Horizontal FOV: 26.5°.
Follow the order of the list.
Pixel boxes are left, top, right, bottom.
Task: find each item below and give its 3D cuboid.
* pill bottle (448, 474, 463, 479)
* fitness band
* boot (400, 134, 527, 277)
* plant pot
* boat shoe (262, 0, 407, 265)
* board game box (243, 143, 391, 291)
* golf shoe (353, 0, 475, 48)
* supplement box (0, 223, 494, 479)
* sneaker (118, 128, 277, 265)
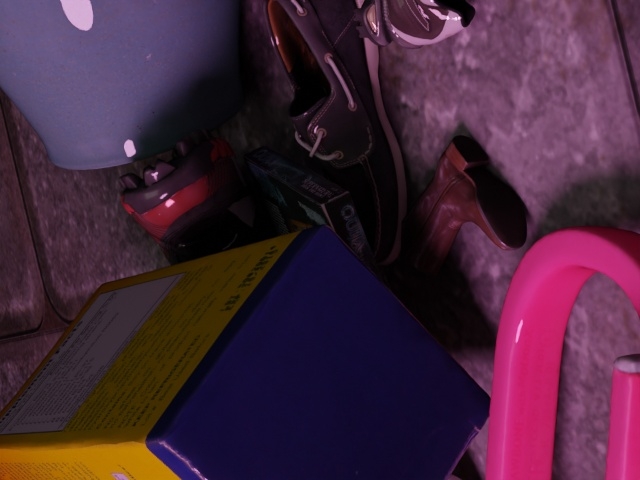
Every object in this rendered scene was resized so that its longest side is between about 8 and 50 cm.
[{"bbox_3d":[0.026,0.249,1.095,0.229,0.131,0.131,-12,90,56],"label":"pill bottle"},{"bbox_3d":[0.162,0.136,0.855,0.209,0.054,0.290,-163,77,-73],"label":"fitness band"},{"bbox_3d":[0.099,-0.002,0.989,0.114,0.037,0.106,-60,39,41],"label":"boot"},{"bbox_3d":[-0.184,-0.209,1.155,0.272,0.272,0.255,15,129,53],"label":"plant pot"},{"bbox_3d":[0.008,-0.089,1.058,0.084,0.079,0.233,-2,103,54],"label":"boat shoe"},{"bbox_3d":[0.000,0.000,1.066,0.186,0.026,0.126,35,150,64],"label":"board game box"},{"bbox_3d":[0.066,-0.233,0.940,0.094,0.077,0.198,5,112,44],"label":"golf shoe"},{"bbox_3d":[-0.080,0.143,1.028,0.195,0.194,0.356,47,151,-19],"label":"supplement box"},{"bbox_3d":[-0.092,-0.010,1.139,0.135,0.098,0.276,60,179,6],"label":"sneaker"}]
